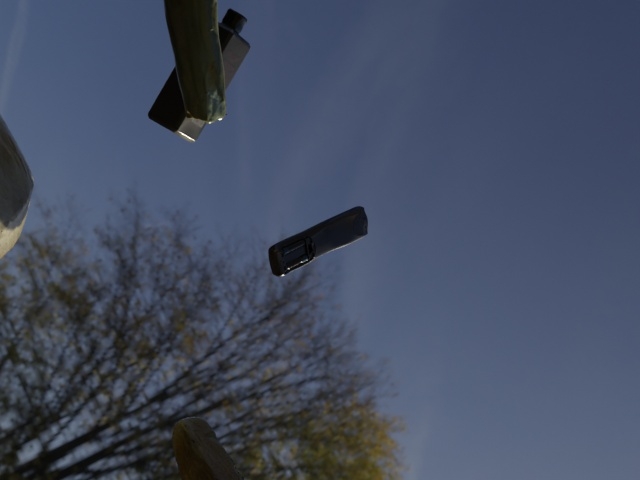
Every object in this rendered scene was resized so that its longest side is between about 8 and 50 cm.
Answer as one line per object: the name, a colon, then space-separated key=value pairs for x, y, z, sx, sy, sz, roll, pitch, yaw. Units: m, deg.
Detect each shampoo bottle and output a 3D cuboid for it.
shampoo bottle: x=-0.211 y=-0.304 z=1.834 sx=0.079 sy=0.080 sz=0.246 roll=32 pitch=-88 yaw=26

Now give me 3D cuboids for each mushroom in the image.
mushroom: x=-0.193 y=-0.336 z=1.535 sx=0.100 sy=0.081 sz=0.312 roll=-155 pitch=-126 yaw=-66

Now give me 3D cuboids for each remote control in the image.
remote control: x=0.000 y=0.000 z=1.698 sx=0.028 sy=0.212 sz=0.059 roll=11 pitch=-60 yaw=49

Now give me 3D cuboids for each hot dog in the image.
hot dog: x=-0.180 y=0.413 z=1.720 sx=0.073 sy=0.084 sz=0.242 roll=-41 pitch=-107 yaw=15

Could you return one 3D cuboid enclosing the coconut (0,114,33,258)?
coconut: x=-0.561 y=-0.103 z=1.406 sx=0.329 sy=0.329 sz=0.329 roll=35 pitch=-43 yaw=41
